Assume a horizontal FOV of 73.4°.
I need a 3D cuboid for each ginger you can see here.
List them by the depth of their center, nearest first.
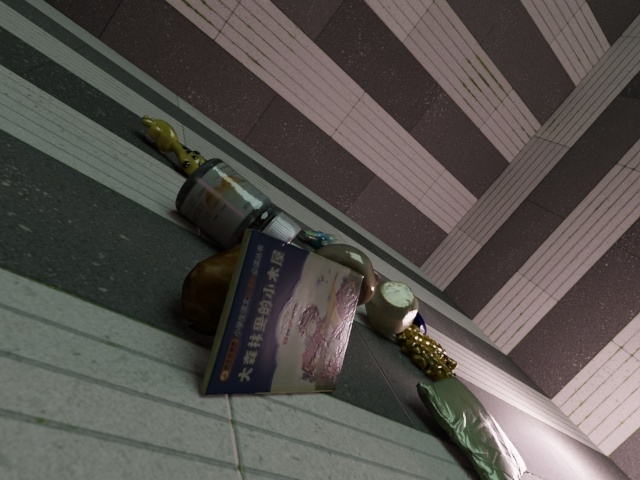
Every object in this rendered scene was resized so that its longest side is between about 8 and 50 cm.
[{"bbox_3d":[-0.088,0.092,0.757,0.165,0.173,0.321,39,10,37],"label":"ginger"}]

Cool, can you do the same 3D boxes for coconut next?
[{"bbox_3d":[0.221,0.214,1.350,0.160,0.162,0.161,6,47,-7],"label":"coconut"}]

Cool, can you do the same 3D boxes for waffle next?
[{"bbox_3d":[0.349,0.360,1.413,0.259,0.069,0.293,42,10,10],"label":"waffle"}]

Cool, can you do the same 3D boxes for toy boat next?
[{"bbox_3d":[0.310,0.250,1.688,0.219,0.072,0.318,48,4,-22],"label":"toy boat"}]

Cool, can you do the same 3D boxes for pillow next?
[{"bbox_3d":[0.362,0.457,1.034,0.274,0.076,0.281,19,28,-55],"label":"pillow"}]

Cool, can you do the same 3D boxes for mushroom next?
[{"bbox_3d":[0.051,0.120,1.183,0.206,0.209,0.206,18,-13,4],"label":"mushroom"}]

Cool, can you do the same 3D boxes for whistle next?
[{"bbox_3d":[0.000,0.000,1.736,0.114,0.077,0.235,35,12,37],"label":"whistle"}]

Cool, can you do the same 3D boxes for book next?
[{"bbox_3d":[-0.036,0.132,0.689,0.018,0.229,0.322,8,-9,36],"label":"book"}]

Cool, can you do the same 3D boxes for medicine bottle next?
[{"bbox_3d":[-0.195,-0.057,1.037,0.273,0.165,0.165,38,10,-1],"label":"medicine bottle"}]

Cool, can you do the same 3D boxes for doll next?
[{"bbox_3d":[-0.454,-0.288,1.351,0.291,0.086,0.117,43,7,8],"label":"doll"}]

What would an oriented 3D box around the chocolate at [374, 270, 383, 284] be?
[{"bbox_3d":[0.157,0.131,1.681,0.253,0.080,0.157,35,11,-22],"label":"chocolate"}]
